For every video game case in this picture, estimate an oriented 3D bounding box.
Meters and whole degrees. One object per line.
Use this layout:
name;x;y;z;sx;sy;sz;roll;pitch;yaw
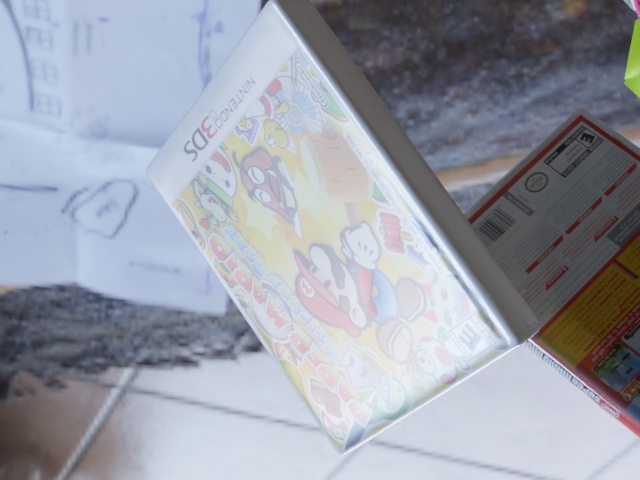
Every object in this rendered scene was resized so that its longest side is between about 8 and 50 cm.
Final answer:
video game case;0.253;0.036;1.051;0.204;0.285;0.025;-41;156;-21
video game case;0.000;0.000;0.771;0.026;0.227;0.206;-31;173;-36

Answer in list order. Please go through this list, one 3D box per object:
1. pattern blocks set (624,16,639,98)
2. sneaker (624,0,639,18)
pattern blocks set;0.331;-0.098;0.856;0.026;0.285;0.325;-12;121;-47
sneaker;0.376;-0.210;1.151;0.299;0.112;0.121;17;122;-34
